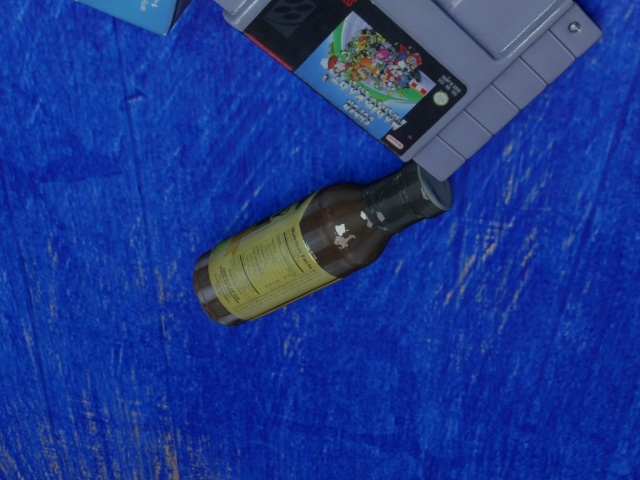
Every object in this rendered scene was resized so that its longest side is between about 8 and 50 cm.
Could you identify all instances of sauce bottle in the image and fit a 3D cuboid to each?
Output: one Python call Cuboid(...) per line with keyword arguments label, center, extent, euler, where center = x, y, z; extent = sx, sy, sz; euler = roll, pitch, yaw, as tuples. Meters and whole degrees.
Cuboid(label="sauce bottle", center=(0.000, 0.000, 1.220), extent=(0.344, 0.111, 0.111), euler=(-26, 118, 31))

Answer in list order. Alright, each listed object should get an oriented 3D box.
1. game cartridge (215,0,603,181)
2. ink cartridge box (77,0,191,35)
Cuboid(label="game cartridge", center=(0.074, -0.218, 0.942), extent=(0.355, 0.068, 0.230), euler=(34, 107, -33))
Cuboid(label="ink cartridge box", center=(-0.268, -0.403, 0.917), extent=(0.395, 0.166, 0.285), euler=(22, 132, -2))
